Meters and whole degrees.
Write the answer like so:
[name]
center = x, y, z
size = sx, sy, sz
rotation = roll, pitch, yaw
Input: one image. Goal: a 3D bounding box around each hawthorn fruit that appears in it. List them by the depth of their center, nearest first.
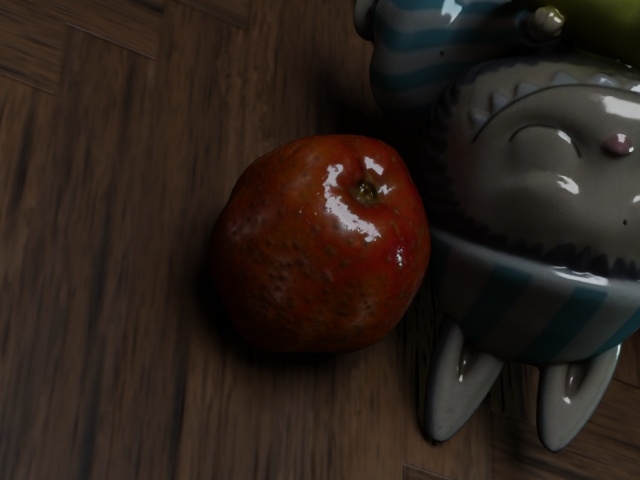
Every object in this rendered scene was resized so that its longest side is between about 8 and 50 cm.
[hawthorn fruit]
center = 0.000, 0.000, 1.400
size = 0.189, 0.189, 0.189
rotation = 19, 47, -22

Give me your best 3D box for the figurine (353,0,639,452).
[figurine]
center = 0.134, -0.026, 1.472
size = 0.266, 0.361, 0.377
rotation = 33, 79, -42
